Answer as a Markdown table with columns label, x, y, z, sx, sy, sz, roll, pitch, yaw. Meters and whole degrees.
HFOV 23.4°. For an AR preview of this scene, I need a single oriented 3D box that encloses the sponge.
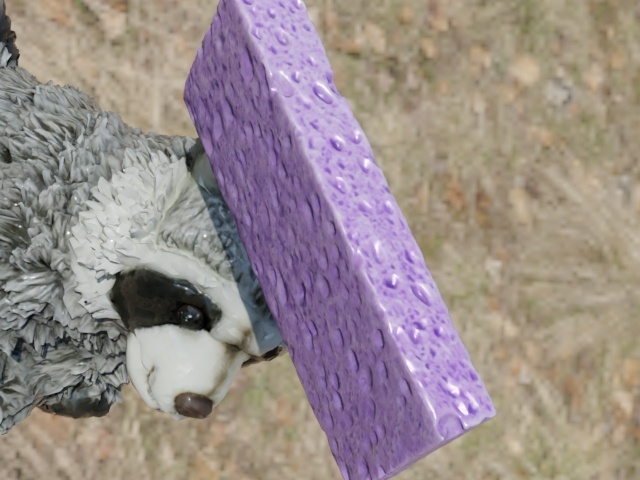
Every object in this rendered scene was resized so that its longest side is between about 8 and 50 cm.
| label | x | y | z | sx | sy | sz | roll | pitch | yaw |
| --- | --- | --- | --- | --- | --- | --- | --- | --- | --- |
| sponge | 0.000 | 0.000 | 0.668 | 0.210 | 0.031 | 0.117 | 66 | -23 | 13 |

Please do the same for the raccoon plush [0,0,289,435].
| label | x | y | z | sx | sy | sz | roll | pitch | yaw |
| --- | --- | --- | --- | --- | --- | --- | --- | --- | --- |
| raccoon plush | -0.145 | -0.082 | 0.977 | 0.216 | 0.299 | 0.446 | 18 | 50 | -62 |
